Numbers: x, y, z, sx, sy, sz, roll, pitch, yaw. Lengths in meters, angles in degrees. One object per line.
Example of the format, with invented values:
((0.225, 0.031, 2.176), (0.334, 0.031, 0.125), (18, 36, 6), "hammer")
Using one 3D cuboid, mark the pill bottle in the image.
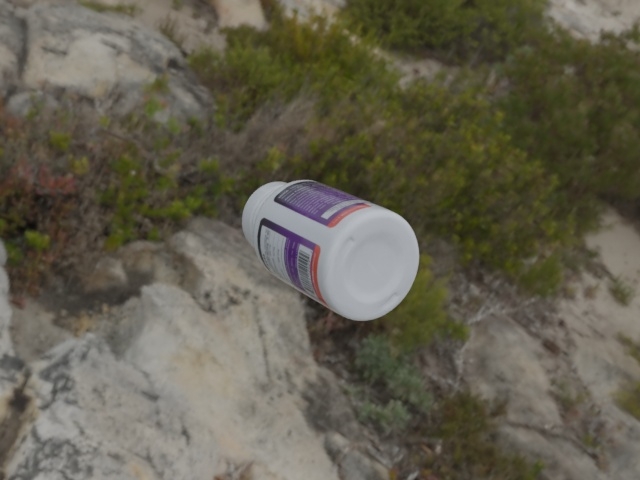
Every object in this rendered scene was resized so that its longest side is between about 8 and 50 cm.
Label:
((0.000, 0.000, 0.929), (0.108, 0.108, 0.193), (9, 10, -34), "pill bottle")
